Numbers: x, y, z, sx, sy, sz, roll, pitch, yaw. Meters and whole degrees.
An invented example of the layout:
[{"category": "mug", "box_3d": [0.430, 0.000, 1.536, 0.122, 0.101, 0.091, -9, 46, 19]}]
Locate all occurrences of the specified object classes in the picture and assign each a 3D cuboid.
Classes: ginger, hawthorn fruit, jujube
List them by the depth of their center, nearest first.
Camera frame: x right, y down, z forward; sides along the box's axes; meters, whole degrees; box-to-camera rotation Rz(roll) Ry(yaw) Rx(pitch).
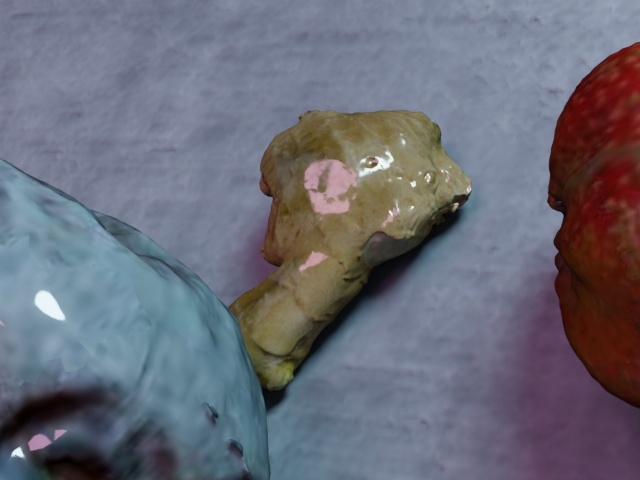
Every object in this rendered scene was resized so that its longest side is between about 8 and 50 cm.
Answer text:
[{"category": "hawthorn fruit", "box_3d": [0.194, -0.010, 0.659, 0.203, 0.163, 0.163, -4, 58, 10]}, {"category": "jujube", "box_3d": [-0.173, 0.066, 0.763, 0.215, 0.246, 0.308, -56, 33, -4]}, {"category": "ginger", "box_3d": [-0.005, -0.006, 0.818, 0.165, 0.067, 0.096, -46, 70, -1]}]
